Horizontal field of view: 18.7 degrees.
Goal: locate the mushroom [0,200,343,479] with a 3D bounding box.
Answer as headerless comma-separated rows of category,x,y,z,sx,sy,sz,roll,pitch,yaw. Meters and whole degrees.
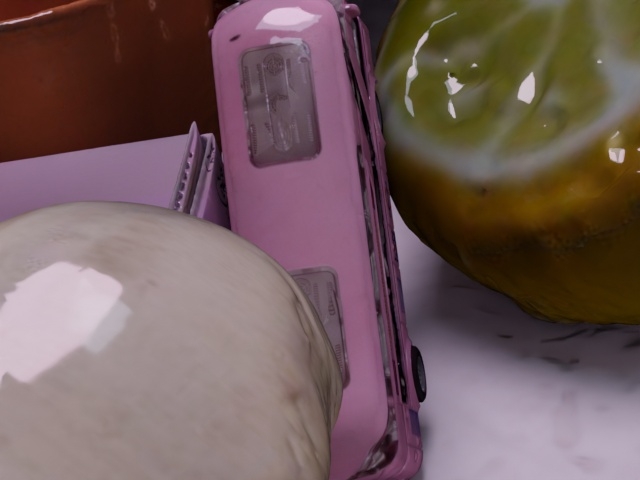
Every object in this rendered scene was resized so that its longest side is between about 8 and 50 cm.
mushroom,-0.079,0.125,0.634,0.260,0.234,0.254,-47,5,3

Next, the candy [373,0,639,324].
candy,0.137,-0.089,0.841,0.260,0.118,0.260,-25,50,33

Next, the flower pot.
flower pot,-0.131,-0.045,0.898,0.190,0.173,0.190,-7,22,3

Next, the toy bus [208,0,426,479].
toy bus,0.000,0.000,0.786,0.063,0.090,0.203,-10,78,11

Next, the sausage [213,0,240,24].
sausage,-0.037,-0.115,1.104,0.034,0.034,0.129,-35,38,-26

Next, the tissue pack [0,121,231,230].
tissue pack,-0.146,0.049,0.810,0.246,0.148,0.092,-7,37,13
